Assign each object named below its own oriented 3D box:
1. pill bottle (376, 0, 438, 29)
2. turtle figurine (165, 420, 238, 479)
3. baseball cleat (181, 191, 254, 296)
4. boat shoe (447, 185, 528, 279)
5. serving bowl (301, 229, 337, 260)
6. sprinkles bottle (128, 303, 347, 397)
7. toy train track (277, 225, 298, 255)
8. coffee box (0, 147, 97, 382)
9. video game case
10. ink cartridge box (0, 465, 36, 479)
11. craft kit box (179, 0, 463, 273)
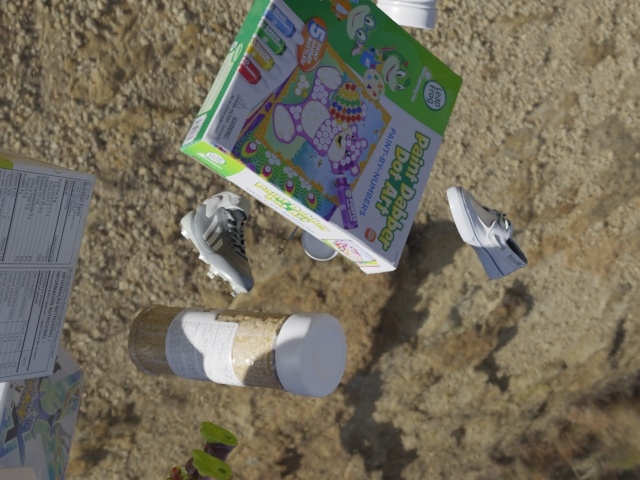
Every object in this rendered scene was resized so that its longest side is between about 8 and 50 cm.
[{"bbox_3d":[0.153,-0.450,1.254,0.119,0.119,0.209,1,106,-23],"label":"pill bottle"},{"bbox_3d":[-0.192,0.350,1.003,0.087,0.269,0.217,38,107,2],"label":"turtle figurine"},{"bbox_3d":[-0.131,-0.009,1.105,0.109,0.206,0.072,-47,134,-1],"label":"baseball cleat"},{"bbox_3d":[0.275,-0.022,1.273,0.075,0.083,0.226,-20,140,20],"label":"boat shoe"},{"bbox_3d":[0.000,0.000,1.565,0.083,0.083,0.027,-5,174,-16],"label":"serving bowl"},{"bbox_3d":[-0.136,0.164,1.210,0.355,0.121,0.121,0,151,34],"label":"sprinkles bottle"},{"bbox_3d":[-0.063,-0.007,1.522,0.014,0.048,0.083,32,106,-8],"label":"toy train track"},{"bbox_3d":[-0.599,0.010,1.173,0.334,0.337,0.338,4,101,-62],"label":"coffee box"},{"bbox_3d":[-0.523,0.328,1.436,0.036,0.329,0.300,-4,144,5],"label":"video game case"},{"bbox_3d":[-0.236,0.199,0.263,0.282,0.207,0.117,3,126,-29],"label":"ink cartridge box"},{"bbox_3d":[0.015,-0.132,0.808,0.246,0.250,0.061,34,156,-29],"label":"craft kit box"}]
